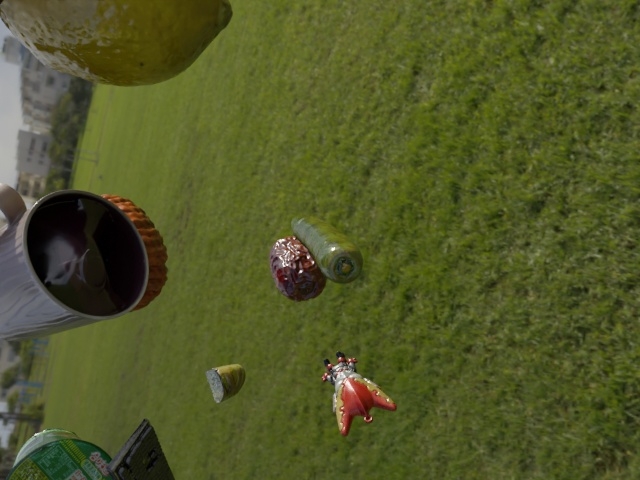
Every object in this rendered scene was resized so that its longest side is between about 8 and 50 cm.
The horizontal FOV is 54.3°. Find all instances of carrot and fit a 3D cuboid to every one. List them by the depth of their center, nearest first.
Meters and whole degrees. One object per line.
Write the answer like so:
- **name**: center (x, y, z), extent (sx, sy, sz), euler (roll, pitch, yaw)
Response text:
- **carrot**: center (0.000, 0.000, 1.155), extent (0.358, 0.074, 0.074), euler (-136, 60, -70)

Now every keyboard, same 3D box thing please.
- **keyboard**: center (-0.295, 0.417, 1.071), extent (0.106, 0.027, 0.317), euler (-56, -20, -35)

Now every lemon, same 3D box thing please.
- **lemon**: center (-0.308, -0.384, 0.920), extent (0.336, 0.336, 0.336), euler (-43, 41, 54)

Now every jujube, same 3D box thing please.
- **jujube**: center (-0.053, 0.058, 1.373), extent (0.109, 0.112, 0.176), euler (-56, 33, 20)

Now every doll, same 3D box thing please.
- **doll**: center (0.057, 0.277, 1.155), extent (0.169, 0.109, 0.057), euler (52, 164, 56)

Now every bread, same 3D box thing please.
- **bread**: center (-0.223, 0.332, 1.487), extent (0.157, 0.094, 0.083), euler (-33, 81, 54)

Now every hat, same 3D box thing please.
- **hat**: center (-0.551, 0.074, 1.350), extent (0.285, 0.400, 0.285), euler (21, 123, 36)

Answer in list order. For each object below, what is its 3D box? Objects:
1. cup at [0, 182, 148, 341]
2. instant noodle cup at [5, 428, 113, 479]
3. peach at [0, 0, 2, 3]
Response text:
- **cup**: center (-0.479, 0.042, 1.045), extent (0.273, 0.288, 0.208), euler (-19, 58, 36)
- **instant noodle cup**: center (-0.509, 0.458, 1.196), extent (0.233, 0.207, 0.207), euler (-4, 75, 61)
- **peach**: center (-0.403, -0.300, 0.664), extent (0.138, 0.138, 0.138), euler (-43, 41, 54)
